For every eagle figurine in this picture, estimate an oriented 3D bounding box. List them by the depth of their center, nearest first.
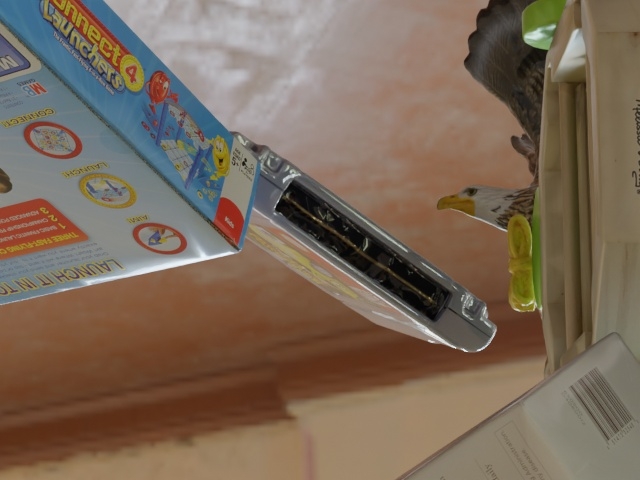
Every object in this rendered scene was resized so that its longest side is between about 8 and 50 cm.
[{"bbox_3d":[0.211,-0.049,1.366,0.225,0.298,0.226,24,141,-12],"label":"eagle figurine"}]

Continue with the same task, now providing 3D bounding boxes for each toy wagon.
[{"bbox_3d":[0.158,-0.020,0.952,0.068,0.267,0.344,0,168,2],"label":"toy wagon"}]

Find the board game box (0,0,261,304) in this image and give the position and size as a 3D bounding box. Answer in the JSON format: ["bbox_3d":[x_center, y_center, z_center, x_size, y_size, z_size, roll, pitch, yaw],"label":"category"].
[{"bbox_3d":[-0.255,-0.079,1.203,0.308,0.086,0.302,-12,140,31],"label":"board game box"}]

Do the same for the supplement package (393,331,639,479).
[{"bbox_3d":[0.063,0.173,0.747,0.244,0.134,0.139,-39,171,28],"label":"supplement package"}]

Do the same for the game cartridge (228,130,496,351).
[{"bbox_3d":[0.000,0.000,1.415,0.294,0.060,0.196,35,175,-23],"label":"game cartridge"}]
